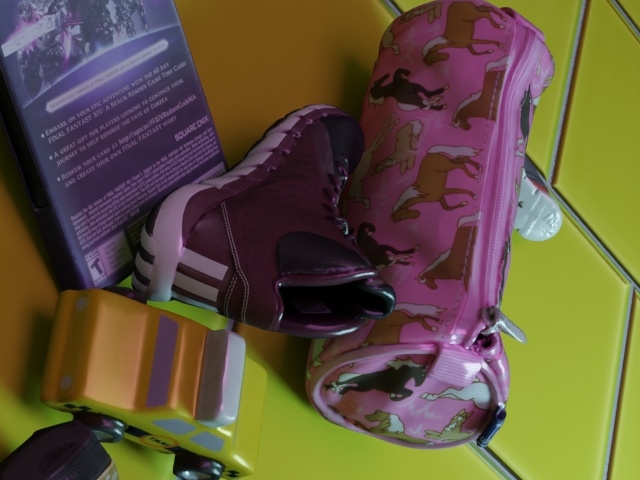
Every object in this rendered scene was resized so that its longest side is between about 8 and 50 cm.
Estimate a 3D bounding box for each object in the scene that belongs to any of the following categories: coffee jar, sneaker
[{"bbox_3d":[-0.142,0.207,1.028,0.184,0.079,0.096,61,38,-13],"label":"coffee jar"},{"bbox_3d":[0.172,-0.070,1.583,0.158,0.061,0.065,57,12,-20],"label":"sneaker"},{"bbox_3d":[0.000,0.000,1.211,0.281,0.163,0.106,-39,149,-50],"label":"sneaker"}]

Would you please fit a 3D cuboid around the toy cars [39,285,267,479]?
[{"bbox_3d":[-0.047,0.187,1.133,0.176,0.087,0.393,-41,111,-47],"label":"toy cars"}]

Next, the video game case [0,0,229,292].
[{"bbox_3d":[-0.156,-0.118,1.156,0.196,0.026,0.274,-39,117,-51],"label":"video game case"}]

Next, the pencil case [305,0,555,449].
[{"bbox_3d":[0.095,-0.023,1.347,0.160,0.167,0.386,79,18,-51],"label":"pencil case"}]
